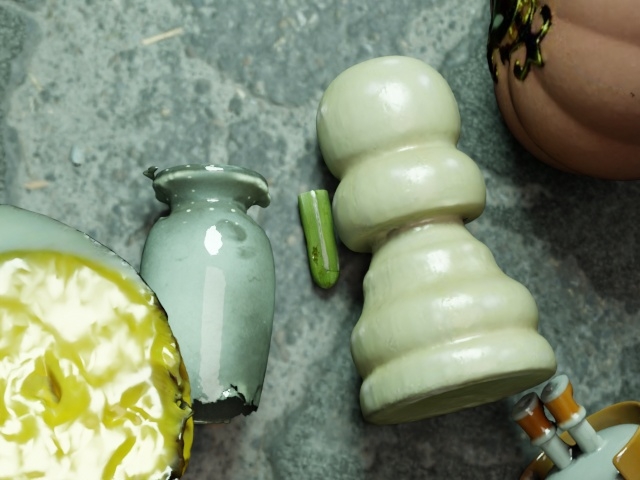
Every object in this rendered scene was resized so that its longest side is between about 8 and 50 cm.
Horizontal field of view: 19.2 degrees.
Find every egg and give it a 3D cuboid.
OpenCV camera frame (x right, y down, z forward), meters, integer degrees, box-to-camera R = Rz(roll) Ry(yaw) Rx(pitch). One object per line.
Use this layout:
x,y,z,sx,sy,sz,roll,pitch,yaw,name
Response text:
-0.257,0.156,1.415,0.337,0.201,0.337,7,51,-9,egg

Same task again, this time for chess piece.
0.080,-0.010,1.574,0.167,0.167,0.300,-11,77,-18,chess piece

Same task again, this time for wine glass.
-0.092,0.042,1.533,0.111,0.111,0.204,4,74,-15,wine glass

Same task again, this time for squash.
0.000,0.000,1.613,0.027,0.027,0.083,-7,80,-17,squash

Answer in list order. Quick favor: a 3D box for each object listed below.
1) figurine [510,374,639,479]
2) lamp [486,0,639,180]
0.259,0.234,1.580,0.143,0.143,0.271,-29,86,-19,figurine
0.271,-0.195,1.589,0.239,0.305,0.305,9,76,-12,lamp
